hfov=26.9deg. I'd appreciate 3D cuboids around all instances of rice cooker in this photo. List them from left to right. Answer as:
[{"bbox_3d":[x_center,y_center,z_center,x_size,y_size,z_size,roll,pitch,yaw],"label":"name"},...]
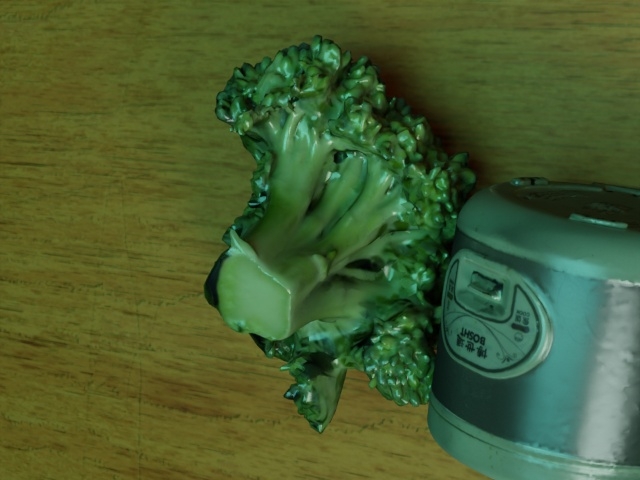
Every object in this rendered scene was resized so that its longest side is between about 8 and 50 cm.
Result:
[{"bbox_3d":[0.239,0.094,1.220,0.288,0.288,0.276,16,106,28],"label":"rice cooker"}]

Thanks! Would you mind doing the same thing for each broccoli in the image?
[{"bbox_3d":[0.013,0.006,1.354,0.277,0.317,0.338,13,143,17],"label":"broccoli"}]
